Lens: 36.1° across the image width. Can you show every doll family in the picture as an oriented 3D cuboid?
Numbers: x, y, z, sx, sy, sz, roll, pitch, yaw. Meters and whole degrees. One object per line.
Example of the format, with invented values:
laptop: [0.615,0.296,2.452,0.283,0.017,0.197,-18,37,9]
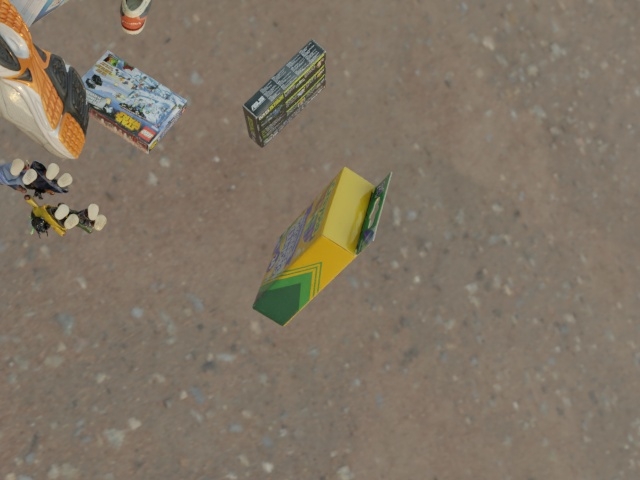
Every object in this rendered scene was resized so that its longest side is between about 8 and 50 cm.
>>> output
doll family: [-0.394,-0.063,1.372,0.076,0.111,0.193,-50,123,-27]

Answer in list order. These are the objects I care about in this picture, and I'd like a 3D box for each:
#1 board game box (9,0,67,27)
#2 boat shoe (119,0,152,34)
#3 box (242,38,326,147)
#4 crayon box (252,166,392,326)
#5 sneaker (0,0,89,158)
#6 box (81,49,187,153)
board game box: [-0.268,-0.397,1.235,0.053,0.193,0.305,42,37,-10]
boat shoe: [-0.262,-0.356,1.402,0.049,0.043,0.137,5,56,-5]
box: [-0.067,-0.283,1.923,0.045,0.184,0.191,43,82,11]
crayon box: [0.000,0.000,1.902,0.083,0.323,0.203,33,43,-14]
sneaker: [-0.369,-0.185,1.146,0.262,0.121,0.099,60,32,-53]
box: [-0.268,-0.193,1.367,0.137,0.027,0.094,33,61,4]
